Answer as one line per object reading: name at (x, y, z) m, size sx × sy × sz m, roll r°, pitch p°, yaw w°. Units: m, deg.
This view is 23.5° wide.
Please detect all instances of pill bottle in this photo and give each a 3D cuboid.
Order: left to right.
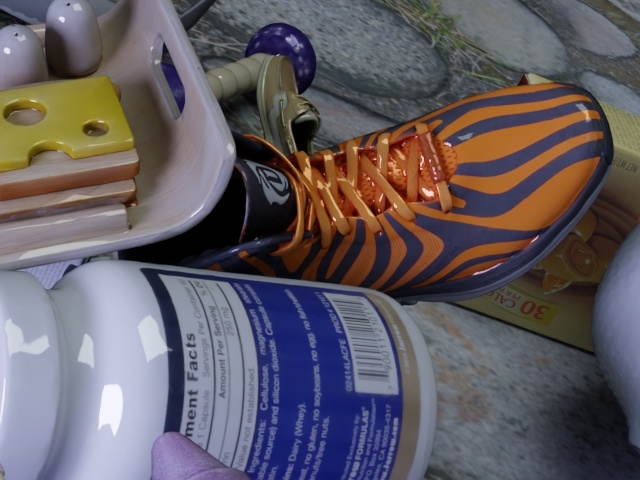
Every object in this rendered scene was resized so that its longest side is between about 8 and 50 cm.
pill bottle at (-0.079, 0.090, 0.868) m, size 0.264 × 0.153 × 0.153 m, roll 8°, pitch 35°, yaw -32°

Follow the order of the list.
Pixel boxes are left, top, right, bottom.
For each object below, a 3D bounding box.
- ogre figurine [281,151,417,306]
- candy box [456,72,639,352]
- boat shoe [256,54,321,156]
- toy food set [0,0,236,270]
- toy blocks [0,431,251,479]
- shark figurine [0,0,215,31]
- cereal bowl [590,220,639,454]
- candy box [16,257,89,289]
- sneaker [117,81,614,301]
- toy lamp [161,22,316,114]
ogre figurine at (0.000, 0.000, 1.153) m, size 0.118 × 0.097 × 0.197 m, roll -2°, pitch 22°, yaw -15°
candy box at (0.270, 0.006, 1.278) m, size 0.316 × 0.183 × 0.088 m, roll 19°, pitch 31°, yaw -17°
boat shoe at (-0.022, -0.094, 1.267) m, size 0.050 × 0.045 × 0.135 m, roll 31°, pitch 49°, yaw -56°
toy food set at (-0.221, -0.082, 0.884) m, size 0.306 × 0.092 × 0.220 m, roll -11°, pitch 44°, yaw -16°
toy blocks at (0.006, 0.169, 0.654) m, size 0.288 × 0.309 × 0.260 m, roll 2°, pitch 43°, yaw -40°
shark figurine at (-0.214, -0.229, 1.305) m, size 0.278 × 0.116 × 0.166 m, roll 20°, pitch 31°, yaw -12°
cereal bowl at (0.325, 0.138, 1.101) m, size 0.339 × 0.141 × 0.339 m, roll 38°, pitch -1°, yaw 1°
candy box at (-0.234, -0.050, 1.040) m, size 0.196 × 0.070 × 0.165 m, roll 27°, pitch 29°, yaw -5°
sneaker at (0.020, -0.022, 0.958) m, size 0.180 × 0.321 × 0.125 m, roll 32°, pitch 36°, yaw -63°
toy lamp at (-0.093, -0.123, 1.278) m, size 0.080 × 0.080 × 0.274 m, roll 37°, pitch 29°, yaw 14°
